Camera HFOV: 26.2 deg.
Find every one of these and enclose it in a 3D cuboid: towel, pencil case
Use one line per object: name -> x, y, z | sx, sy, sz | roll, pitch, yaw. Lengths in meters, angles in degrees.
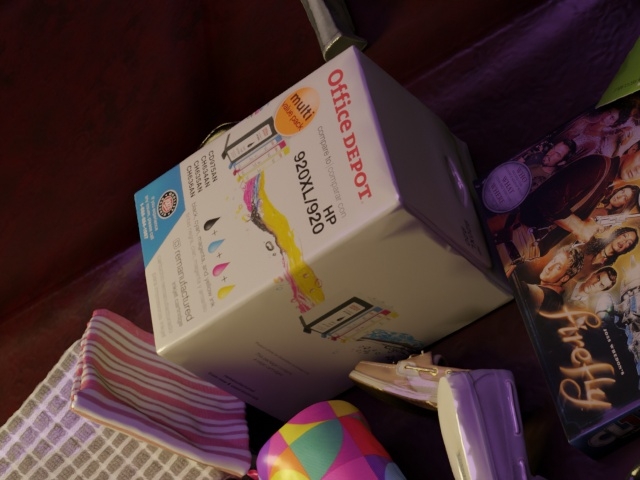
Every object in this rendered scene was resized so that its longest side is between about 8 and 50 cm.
towel -> -0.124, 0.115, 1.100 | 0.197, 0.144, 0.029 | -107, 40, -73
pencil case -> 0.039, 0.222, 0.975 | 0.104, 0.104, 0.236 | -47, 46, 9
towel -> -0.195, 0.238, 1.125 | 0.283, 0.121, 0.235 | -49, 44, -8

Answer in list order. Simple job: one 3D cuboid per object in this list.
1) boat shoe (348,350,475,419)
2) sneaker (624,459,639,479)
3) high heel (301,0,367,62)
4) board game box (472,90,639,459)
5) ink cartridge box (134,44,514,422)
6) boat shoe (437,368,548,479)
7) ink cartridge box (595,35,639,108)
boat shoe -> 0.085, 0.109, 1.044 | 0.135, 0.050, 0.045 | 12, 71, 33
sneaker -> 0.290, 0.193, 0.759 | 0.286, 0.130, 0.109 | 12, 72, 42
high heel -> 0.063, -0.308, 1.263 | 0.261, 0.093, 0.186 | -40, 52, 28
board game box -> 0.218, 0.012, 0.986 | 0.165, 0.042, 0.243 | -33, 48, 21
ink cartridge box -> 0.000, 0.000, 1.089 | 0.233, 0.168, 0.171 | -32, 48, 22
boat shoe -> 0.131, 0.177, 0.950 | 0.063, 0.066, 0.184 | -10, 67, -11
ink cartridge box -> 0.267, -0.236, 0.967 | 0.255, 0.097, 0.189 | -57, 12, -17
